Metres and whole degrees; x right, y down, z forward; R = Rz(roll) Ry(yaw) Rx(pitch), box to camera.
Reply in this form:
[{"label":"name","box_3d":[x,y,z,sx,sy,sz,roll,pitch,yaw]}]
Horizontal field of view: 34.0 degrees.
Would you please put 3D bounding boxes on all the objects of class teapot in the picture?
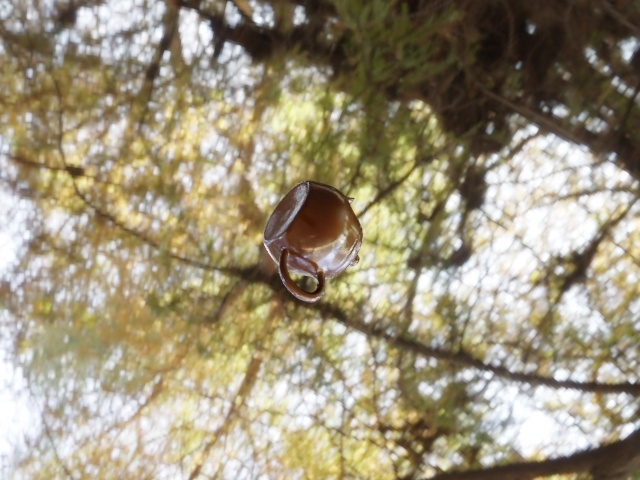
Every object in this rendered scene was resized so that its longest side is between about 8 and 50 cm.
[{"label":"teapot","box_3d":[0.000,0.000,1.194,0.116,0.116,0.173,21,-130,-2]}]
